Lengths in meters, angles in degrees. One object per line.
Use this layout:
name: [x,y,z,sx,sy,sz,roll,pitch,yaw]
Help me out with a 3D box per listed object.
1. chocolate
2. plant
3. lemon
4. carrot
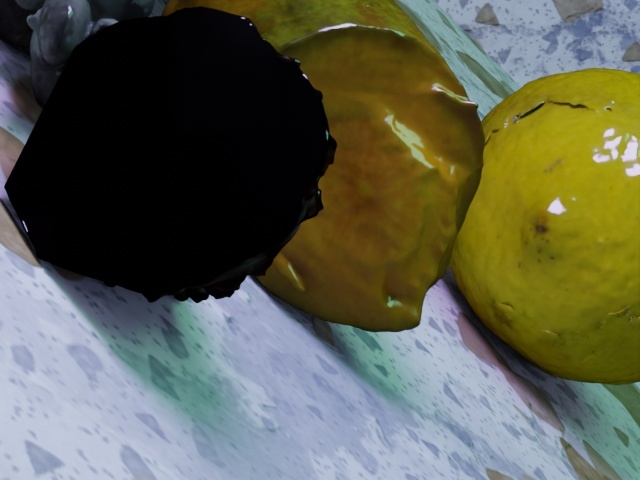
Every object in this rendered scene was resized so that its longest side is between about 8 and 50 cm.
chocolate: [-0.087,-0.031,1.314,0.206,0.224,0.177,16,-23,15]
plant: [-0.203,-0.191,1.448,0.146,0.149,0.274,16,27,-32]
lemon: [0.314,-0.015,1.997,0.350,0.350,0.387,52,23,22]
carrot: [-0.006,-0.108,1.574,0.241,0.241,0.340,33,17,-39]
